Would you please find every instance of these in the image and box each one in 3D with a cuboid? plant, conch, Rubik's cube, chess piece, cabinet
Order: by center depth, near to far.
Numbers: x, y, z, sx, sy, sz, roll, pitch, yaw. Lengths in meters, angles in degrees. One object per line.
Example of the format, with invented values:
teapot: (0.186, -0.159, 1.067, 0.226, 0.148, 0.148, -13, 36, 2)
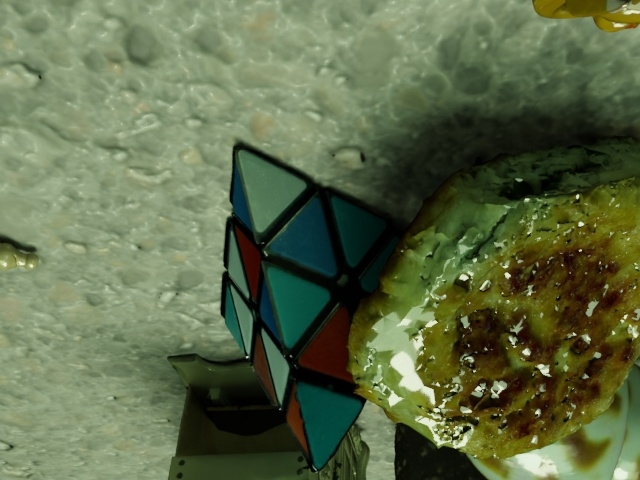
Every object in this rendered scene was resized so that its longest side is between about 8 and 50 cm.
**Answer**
Rubik's cube: (0.000, 0.000, 0.660, 0.250, 0.284, 0.234, -28, 119, -6)
chess piece: (-0.324, 0.013, 0.696, 0.092, 0.035, 0.035, 12, 141, -24)
conch: (0.296, 0.202, 0.845, 0.367, 0.197, 0.249, 8, 126, -18)
cabinet: (-0.066, 0.335, 0.926, 0.227, 0.290, 0.318, -4, 140, 10)
plant: (0.188, 0.418, 1.019, 0.194, 0.321, 0.182, -17, 139, 17)

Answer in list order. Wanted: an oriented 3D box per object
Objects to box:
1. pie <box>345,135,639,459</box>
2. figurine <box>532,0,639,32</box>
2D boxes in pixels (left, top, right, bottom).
pie: (0.189, 0.059, 0.622, 0.354, 0.103, 0.289, -10, 123, -24)
figurine: (0.217, -0.167, 0.443, 0.176, 0.122, 0.122, -6, 172, -10)
